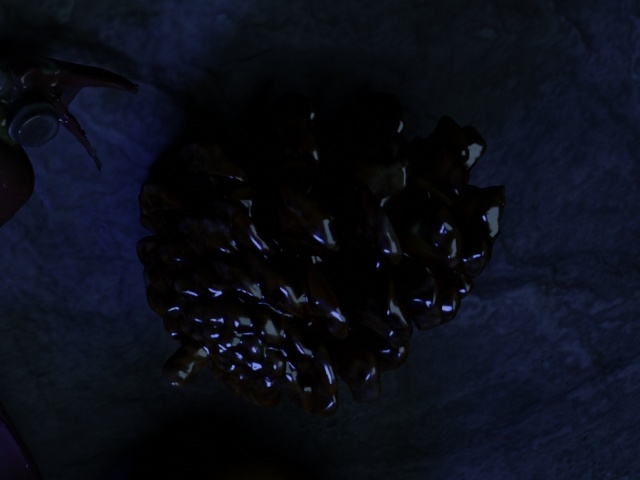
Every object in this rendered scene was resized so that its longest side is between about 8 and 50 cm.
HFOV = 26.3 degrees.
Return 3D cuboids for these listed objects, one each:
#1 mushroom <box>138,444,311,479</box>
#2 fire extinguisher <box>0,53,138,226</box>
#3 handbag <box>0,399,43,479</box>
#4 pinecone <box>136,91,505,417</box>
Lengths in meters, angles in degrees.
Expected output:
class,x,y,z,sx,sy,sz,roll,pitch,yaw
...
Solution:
class,x,y,z,sx,sy,sz,roll,pitch,yaw
mushroom,-0.074,0.350,1.214,0.345,0.259,0.345,-19,131,-23
fire extinguisher,-0.266,-0.009,0.906,0.337,0.106,0.147,-42,149,5
handbag,-0.327,0.207,1.068,0.216,0.074,0.203,-26,135,-10
pinecone,0.000,0.000,1.010,0.309,0.244,0.244,-31,139,-30
